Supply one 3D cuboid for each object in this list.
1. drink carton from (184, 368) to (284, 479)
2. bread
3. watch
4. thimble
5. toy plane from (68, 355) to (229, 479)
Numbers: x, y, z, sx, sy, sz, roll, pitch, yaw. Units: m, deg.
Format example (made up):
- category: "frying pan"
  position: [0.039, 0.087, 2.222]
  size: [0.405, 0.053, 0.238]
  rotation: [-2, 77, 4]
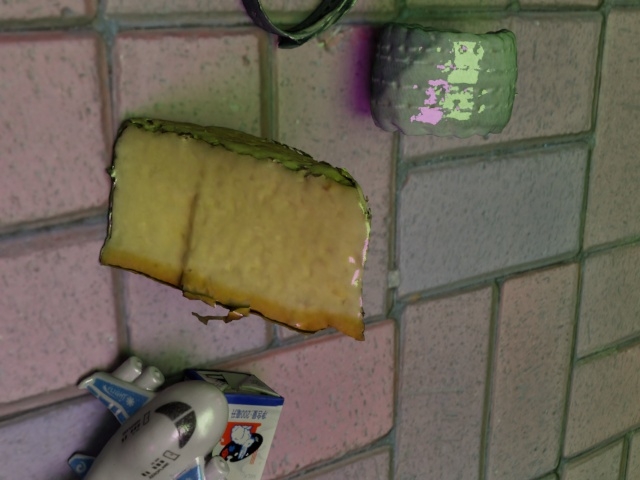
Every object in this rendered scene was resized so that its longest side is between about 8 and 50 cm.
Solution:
- category: "drink carton"
  position: [-0.171, 0.360, 1.298]
  size: [0.130, 0.106, 0.315]
  rotation: [12, 99, -36]
- category: "bread"
  position: [-0.118, -0.012, 1.100]
  size: [0.278, 0.315, 0.249]
  rotation: [5, 100, -27]
- category: "watch"
  position: [-0.019, -0.384, 1.199]
  size: [0.206, 0.068, 0.193]
  rotation: [-31, 124, -21]
- category: "thimble"
  position: [0.193, -0.242, 1.309]
  size: [0.250, 0.204, 0.172]
  rotation: [-9, 110, -40]
- category: "toy plane"
  position: [-0.237, 0.290, 1.170]
  size: [0.122, 0.266, 0.267]
  rotation: [17, 95, -78]
